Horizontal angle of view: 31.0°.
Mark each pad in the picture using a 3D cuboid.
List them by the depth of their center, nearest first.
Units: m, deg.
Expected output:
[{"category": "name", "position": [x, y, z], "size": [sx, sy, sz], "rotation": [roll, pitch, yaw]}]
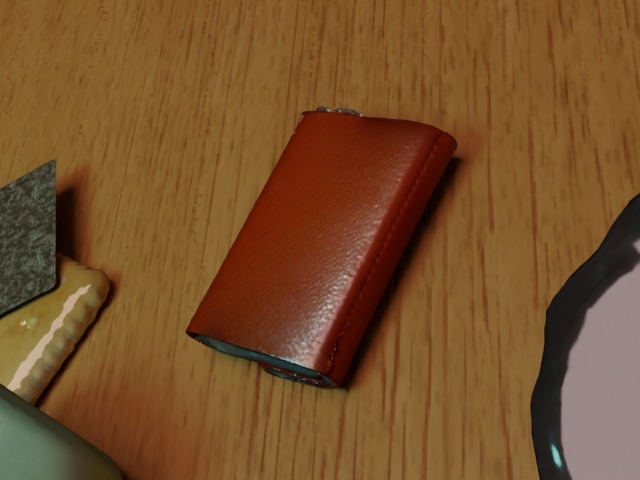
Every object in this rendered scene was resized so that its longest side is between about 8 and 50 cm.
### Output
[{"category": "pad", "position": [-0.330, 0.031, 1.035], "size": [0.235, 0.003, 0.158], "rotation": [-27, 46, 16]}]

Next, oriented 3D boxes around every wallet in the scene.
[{"category": "wallet", "position": [0.000, 0.000, 0.840], "size": [0.142, 0.045, 0.204], "rotation": [12, 66, 38]}]

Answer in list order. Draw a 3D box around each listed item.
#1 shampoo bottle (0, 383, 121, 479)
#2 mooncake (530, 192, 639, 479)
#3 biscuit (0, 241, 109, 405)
[{"category": "shampoo bottle", "position": [-0.299, 0.253, 0.768], "size": [0.222, 0.151, 0.349], "rotation": [31, 76, 11]}, {"category": "mooncake", "position": [0.240, 0.093, 0.531], "size": [0.283, 0.141, 0.283], "rotation": [-12, 60, 22]}, {"category": "biscuit", "position": [-0.299, 0.064, 1.014], "size": [0.250, 0.030, 0.160], "rotation": [19, 70, 43]}]
